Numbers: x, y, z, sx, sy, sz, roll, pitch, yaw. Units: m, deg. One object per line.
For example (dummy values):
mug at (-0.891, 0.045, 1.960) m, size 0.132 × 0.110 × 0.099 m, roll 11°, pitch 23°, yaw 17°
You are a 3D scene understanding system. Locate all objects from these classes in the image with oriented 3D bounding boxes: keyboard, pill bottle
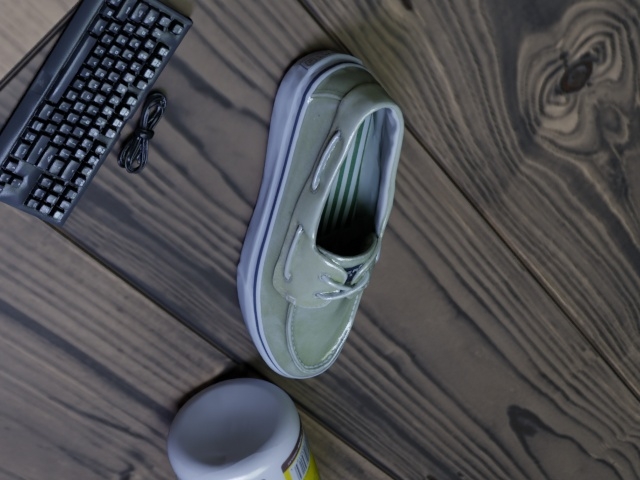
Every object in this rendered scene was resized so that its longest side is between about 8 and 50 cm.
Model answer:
keyboard at (-0.156, -0.091, 0.824) m, size 0.108 × 0.023 × 0.180 m, roll 25°, pitch 106°, yaw -41°
pill bottle at (-0.055, 0.233, 1.045) m, size 0.117 × 0.117 × 0.215 m, roll -27°, pitch 131°, yaw -14°

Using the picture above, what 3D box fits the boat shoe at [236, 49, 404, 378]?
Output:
boat shoe at (0.000, 0.000, 0.934) m, size 0.109 × 0.094 × 0.302 m, roll -12°, pitch 126°, yaw -25°
